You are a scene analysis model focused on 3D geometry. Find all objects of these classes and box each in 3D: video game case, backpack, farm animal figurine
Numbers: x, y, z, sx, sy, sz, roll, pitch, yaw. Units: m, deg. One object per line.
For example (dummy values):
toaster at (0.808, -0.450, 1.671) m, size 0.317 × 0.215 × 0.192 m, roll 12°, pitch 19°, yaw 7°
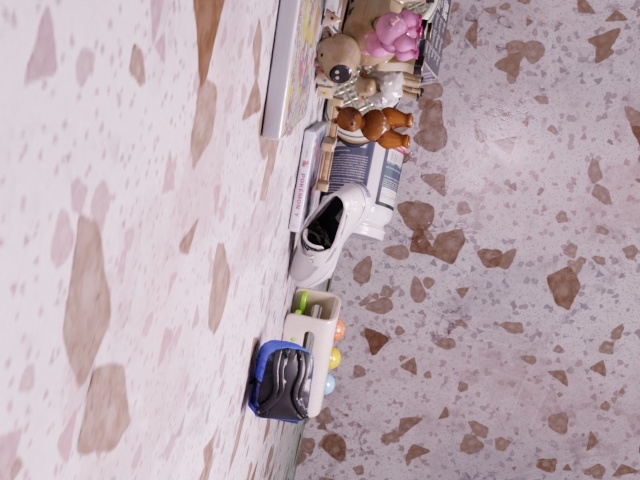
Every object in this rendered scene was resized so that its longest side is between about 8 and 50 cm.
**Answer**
video game case at (-0.027, -0.254, 0.918) m, size 0.206 × 0.026 × 0.227 m, roll -66°, pitch 167°, yaw -71°
backpack at (-0.069, 0.224, 1.201) m, size 0.101 × 0.098 × 0.120 m, roll 24°, pitch -76°, yaw 64°
video game case at (-0.021, -0.126, 1.373) m, size 0.201 × 0.023 × 0.183 m, roll -63°, pitch 164°, yaw -74°
farm animal figurine at (0.072, -0.315, 1.079) m, size 0.327 × 0.172 × 0.330 m, roll -66°, pitch 163°, yaw -56°

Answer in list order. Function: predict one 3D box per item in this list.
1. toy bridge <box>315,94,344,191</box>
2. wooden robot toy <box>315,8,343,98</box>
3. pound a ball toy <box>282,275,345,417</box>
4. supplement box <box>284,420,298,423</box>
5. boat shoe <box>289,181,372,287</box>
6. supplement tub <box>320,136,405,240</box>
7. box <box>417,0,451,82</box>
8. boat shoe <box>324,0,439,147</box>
toy bridge at (0.017, -0.186, 1.397) m, size 0.063 × 0.026 × 0.188 m, roll -74°, pitch 174°, yaw -67°
wooden robot toy at (0.036, -0.313, 1.246) m, size 0.076 × 0.079 × 0.173 m, roll -74°, pitch 174°, yaw -48°
pound a ball toy at (-0.010, 0.222, 1.696) m, size 0.208 × 0.136 × 0.319 m, roll -70°, pitch 171°, yaw -62°
supplement box at (-0.073, 0.292, 1.382) m, size 0.056 × 0.083 × 0.083 m, roll -67°, pitch 167°, yaw -75°
boat shoe at (0.000, 0.000, 1.372) m, size 0.088 × 0.096 × 0.267 m, roll -18°, pitch 155°, yaw -47°
supplement tub at (0.106, -0.147, 1.872) m, size 0.191 × 0.191 × 0.272 m, roll 58°, pitch 44°, yaw -84°
box at (0.192, -0.508, 1.807) m, size 0.076 × 0.242 × 0.307 m, roll 38°, pitch 54°, yaw -40°
boat shoe at (0.133, -0.427, 1.605) m, size 0.156 × 0.187 × 0.500 m, roll 92°, pitch 17°, yaw -74°
